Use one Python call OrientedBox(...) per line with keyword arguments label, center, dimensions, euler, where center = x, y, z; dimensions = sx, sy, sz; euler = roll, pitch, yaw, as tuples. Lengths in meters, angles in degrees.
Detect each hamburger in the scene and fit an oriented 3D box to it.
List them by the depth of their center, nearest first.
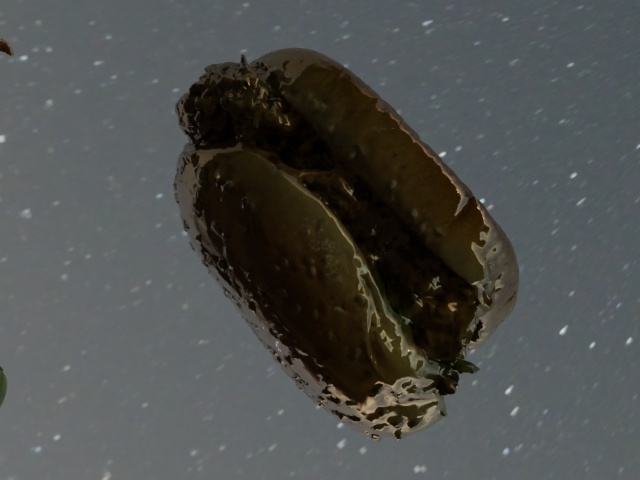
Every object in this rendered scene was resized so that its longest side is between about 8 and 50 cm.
OrientedBox(label="hamburger", center=(0.000, 0.000, 0.723), dimensions=(0.122, 0.189, 0.215), euler=(-42, -84, -9))

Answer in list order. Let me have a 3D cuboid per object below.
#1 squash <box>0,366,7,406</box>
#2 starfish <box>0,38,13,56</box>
OrientedBox(label="squash", center=(-0.351, 0.183, 1.078), dimensions=(0.066, 0.252, 0.066), euler=(39, -20, 17))
OrientedBox(label="starfish", center=(-0.170, -0.061, 0.570), dimensions=(0.091, 0.078, 0.028), euler=(-32, -80, 7))
